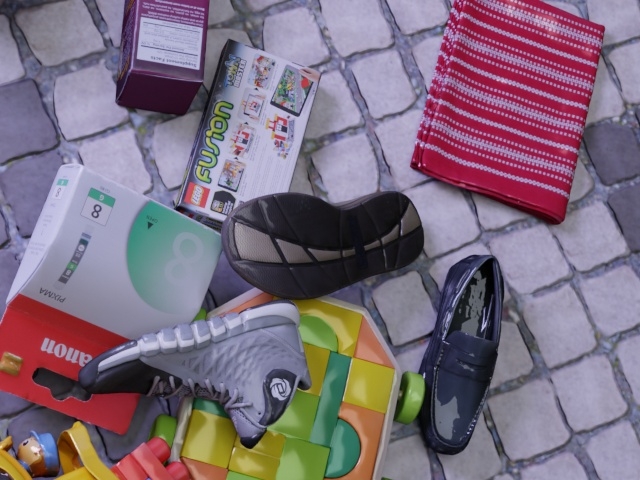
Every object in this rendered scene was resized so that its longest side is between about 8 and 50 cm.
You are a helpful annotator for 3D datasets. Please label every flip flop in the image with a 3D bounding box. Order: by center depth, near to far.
[{"bbox_3d":[0.000,0.000,1.462,0.277,0.080,0.112,-11,91,-46],"label":"flip flop"}]

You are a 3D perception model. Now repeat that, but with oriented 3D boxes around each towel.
[{"bbox_3d":[0.226,-0.170,1.625,0.198,0.031,0.275,20,70,-12],"label":"towel"}]

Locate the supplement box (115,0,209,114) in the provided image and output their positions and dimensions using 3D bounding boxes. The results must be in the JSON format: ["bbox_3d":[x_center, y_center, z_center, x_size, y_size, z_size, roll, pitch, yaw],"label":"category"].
[{"bbox_3d":[-0.167,-0.243,1.486,0.080,0.104,0.188,7,73,-15],"label":"supplement box"}]

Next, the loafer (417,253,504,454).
[{"bbox_3d":[0.154,0.120,1.494,0.076,0.078,0.223,16,71,-12],"label":"loafer"}]

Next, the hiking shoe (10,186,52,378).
[{"bbox_3d":[-0.246,0.041,1.391,0.114,0.086,0.227,18,69,-8],"label":"hiking shoe"}]

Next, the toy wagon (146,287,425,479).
[{"bbox_3d":[-0.041,0.220,1.412,0.267,0.068,0.344,18,70,-11],"label":"toy wagon"}]

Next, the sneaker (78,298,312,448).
[{"bbox_3d":[-0.109,0.145,1.332,0.228,0.086,0.132,-15,81,-19],"label":"sneaker"}]

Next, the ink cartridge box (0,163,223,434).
[{"bbox_3d":[-0.210,0.062,1.348,0.181,0.056,0.225,27,75,-35],"label":"ink cartridge box"}]

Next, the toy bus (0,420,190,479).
[{"bbox_3d":[-0.239,0.248,1.302,0.211,0.149,0.220,-41,88,-25],"label":"toy bus"}]

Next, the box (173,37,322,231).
[{"bbox_3d":[-0.079,-0.108,1.511,0.114,0.036,0.207,19,70,-11],"label":"box"}]
